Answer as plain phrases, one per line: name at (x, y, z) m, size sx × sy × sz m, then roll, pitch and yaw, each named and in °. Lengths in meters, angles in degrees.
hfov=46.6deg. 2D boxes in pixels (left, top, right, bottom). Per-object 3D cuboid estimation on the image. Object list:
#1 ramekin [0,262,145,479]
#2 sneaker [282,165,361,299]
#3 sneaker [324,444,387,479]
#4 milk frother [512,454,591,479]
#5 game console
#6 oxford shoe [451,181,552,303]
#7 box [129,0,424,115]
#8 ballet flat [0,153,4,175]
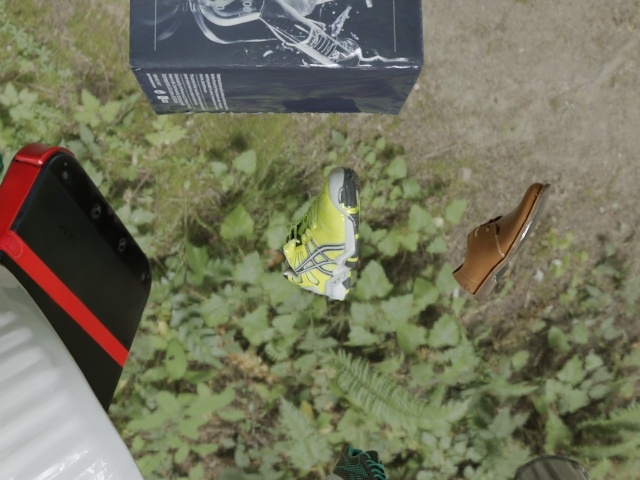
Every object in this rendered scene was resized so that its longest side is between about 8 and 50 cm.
ramekin at (-0.230, 0.137, 0.525) m, size 0.127 × 0.273 × 0.273 m, roll -32°, pitch 143°, yaw -26°
sneaker at (0.000, 0.000, 1.459) m, size 0.147 × 0.145 × 0.385 m, roll 7°, pitch 144°, yaw -1°
sneaker at (0.066, 0.332, 1.040) m, size 0.065 × 0.076 × 0.166 m, roll 33°, pitch 166°, yaw -27°
milk frother at (0.194, 0.251, 0.682) m, size 0.129 × 0.135 × 0.143 m, roll -34°, pitch 94°, yaw 6°
game console at (-0.374, 0.088, 1.075) m, size 0.060 × 0.342 × 0.386 m, roll 5°, pitch 148°, yaw 16°
oxford shoe at (0.252, -0.005, 1.054) m, size 0.076 × 0.076 × 0.212 m, roll 38°, pitch 124°, yaw 15°
box at (-0.051, -0.334, 0.872) m, size 0.312 × 0.343 × 0.179 m, roll -1°, pitch 173°, yaw -4°
ballet flat at (-0.578, -0.126, 1.040) m, size 0.247 × 0.083 × 0.087 m, roll 23°, pitch 129°, yaw -32°
